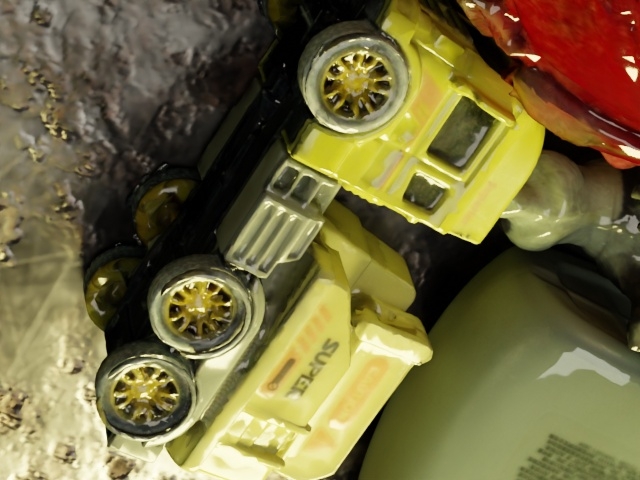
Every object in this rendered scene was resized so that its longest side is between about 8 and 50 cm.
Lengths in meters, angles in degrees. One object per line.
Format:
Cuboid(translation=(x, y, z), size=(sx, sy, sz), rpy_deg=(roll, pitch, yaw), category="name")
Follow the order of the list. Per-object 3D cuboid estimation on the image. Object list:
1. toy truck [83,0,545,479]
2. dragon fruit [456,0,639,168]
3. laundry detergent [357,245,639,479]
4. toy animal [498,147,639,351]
Cuboid(translation=(0.000, 0.000, 0.872), size=(0.157, 0.124, 0.272), rpy_deg=(26, 110, -23), category="toy truck")
Cuboid(translation=(0.189, -0.151, 0.749), size=(0.277, 0.277, 0.342), rpy_deg=(-44, 155, 12), category="dragon fruit")
Cuboid(translation=(0.107, 0.214, 1.014), size=(0.264, 0.124, 0.397), rpy_deg=(23, 112, -23), category="laundry detergent")
Cuboid(translation=(0.191, -0.011, 0.907), size=(0.225, 0.121, 0.093), rpy_deg=(-3, 118, -16), category="toy animal")
